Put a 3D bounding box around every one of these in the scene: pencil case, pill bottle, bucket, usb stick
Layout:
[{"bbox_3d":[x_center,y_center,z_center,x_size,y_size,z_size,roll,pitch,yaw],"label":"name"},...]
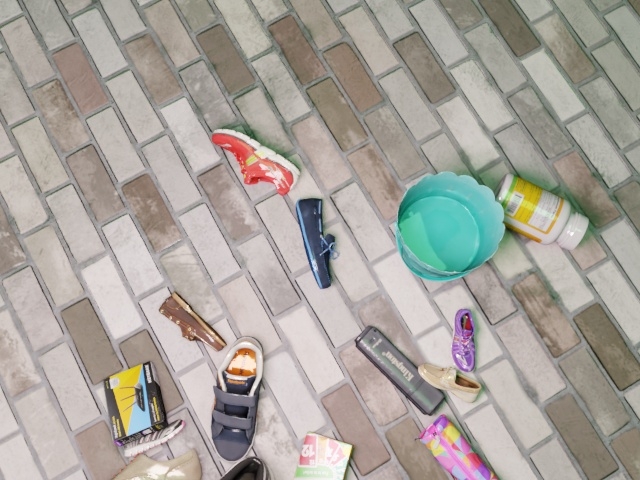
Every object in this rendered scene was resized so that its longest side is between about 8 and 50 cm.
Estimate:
[{"bbox_3d":[0.348,0.551,1.614,0.104,0.104,0.236,-41,82,-9],"label":"pencil case"},{"bbox_3d":[0.585,-0.071,1.735,0.245,0.136,0.136,27,79,5],"label":"pill bottle"},{"bbox_3d":[0.328,-0.028,1.700,0.280,0.183,0.282,0,77,0],"label":"bucket"},{"bbox_3d":[0.207,0.340,1.686,0.278,0.045,0.077,44,81,9],"label":"usb stick"}]

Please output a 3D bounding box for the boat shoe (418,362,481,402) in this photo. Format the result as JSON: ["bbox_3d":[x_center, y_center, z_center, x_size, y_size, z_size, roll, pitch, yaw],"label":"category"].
[{"bbox_3d":[0.338,0.356,1.666,0.170,0.063,0.059,26,122,-2],"label":"boat shoe"}]

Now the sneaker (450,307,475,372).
[{"bbox_3d":[0.377,0.262,1.692,0.068,0.071,0.170,-3,78,-1],"label":"sneaker"}]

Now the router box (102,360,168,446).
[{"bbox_3d":[-0.470,0.412,1.629,0.133,0.046,0.179,-22,52,-5],"label":"router box"}]

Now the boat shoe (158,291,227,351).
[{"bbox_3d":[-0.338,0.227,1.696,0.207,0.073,0.073,40,82,15],"label":"boat shoe"}]

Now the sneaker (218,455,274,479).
[{"bbox_3d":[-0.258,0.685,1.452,0.169,0.258,0.448,24,65,12],"label":"sneaker"}]

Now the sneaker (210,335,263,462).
[{"bbox_3d":[-0.215,0.401,1.630,0.126,0.127,0.322,6,79,-1],"label":"sneaker"}]

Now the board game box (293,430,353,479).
[{"bbox_3d":[-0.011,0.625,1.610,0.124,0.039,0.260,12,78,18],"label":"board game box"}]

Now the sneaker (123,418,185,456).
[{"bbox_3d":[-0.432,0.487,1.638,0.170,0.063,0.075,-24,85,-1],"label":"sneaker"}]

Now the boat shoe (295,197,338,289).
[{"bbox_3d":[0.000,0.000,1.731,0.088,0.109,0.259,-12,80,-7],"label":"boat shoe"}]

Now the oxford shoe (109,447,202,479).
[{"bbox_3d":[-0.465,0.598,1.593,0.347,0.123,0.130,-7,73,-12],"label":"oxford shoe"}]

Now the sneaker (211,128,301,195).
[{"bbox_3d":[-0.194,-0.216,1.781,0.278,0.107,0.118,29,88,8],"label":"sneaker"}]
